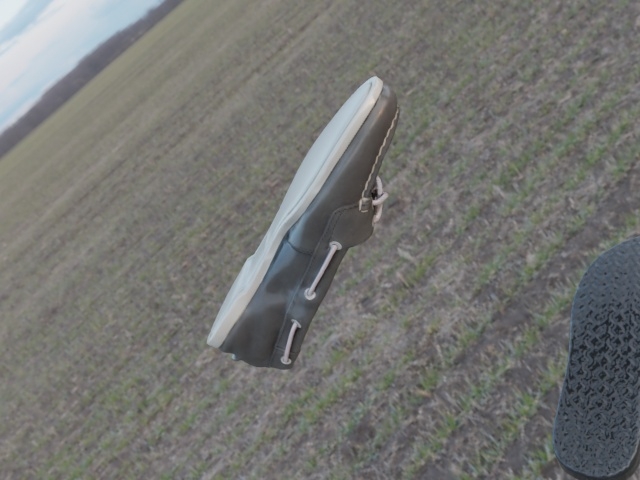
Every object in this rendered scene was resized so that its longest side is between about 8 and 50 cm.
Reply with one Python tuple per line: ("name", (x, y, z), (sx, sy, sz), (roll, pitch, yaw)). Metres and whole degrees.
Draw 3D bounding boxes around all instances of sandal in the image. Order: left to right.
("sandal", (0.487, 0.188, 1.199), (0.168, 0.107, 0.445), (12, 63, 34))

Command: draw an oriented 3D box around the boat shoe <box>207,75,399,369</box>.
("boat shoe", (0.000, 0.000, 0.688), (0.335, 0.096, 0.112), (-56, 13, 33))
